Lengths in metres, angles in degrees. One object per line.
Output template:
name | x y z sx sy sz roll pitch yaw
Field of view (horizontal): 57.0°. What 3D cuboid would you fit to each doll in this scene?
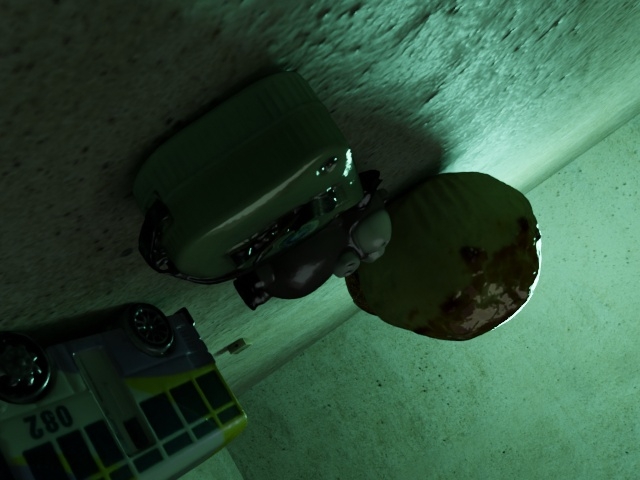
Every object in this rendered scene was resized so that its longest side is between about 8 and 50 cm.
doll | -0.002 -0.001 0.825 0.257 0.117 0.182 -27 161 -18

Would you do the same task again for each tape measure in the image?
tape measure | -0.057 -0.034 0.561 0.207 0.115 0.235 -36 168 2

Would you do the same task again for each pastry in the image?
pastry | 0.272 0.043 1.205 0.389 0.312 0.388 -24 164 -7

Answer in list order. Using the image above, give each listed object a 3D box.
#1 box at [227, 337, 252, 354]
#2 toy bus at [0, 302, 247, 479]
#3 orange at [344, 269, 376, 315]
box | -0.225 0.295 1.647 0.053 0.024 0.083 -33 167 1
toy bus | -0.307 0.247 0.696 0.209 0.249 0.440 -38 167 21
orange | 0.180 0.094 1.491 0.235 0.182 0.234 -15 165 -4
